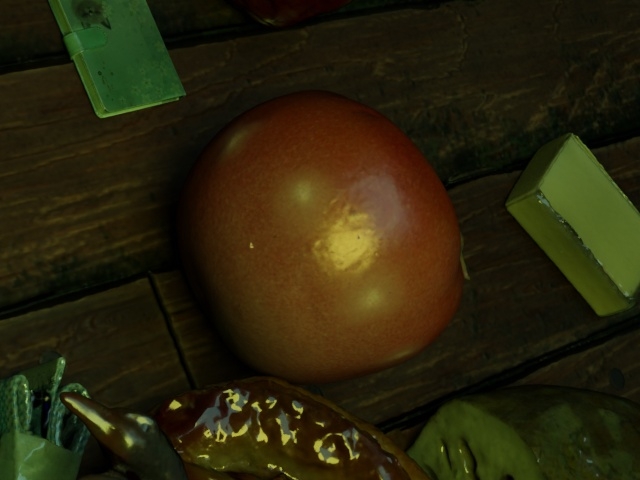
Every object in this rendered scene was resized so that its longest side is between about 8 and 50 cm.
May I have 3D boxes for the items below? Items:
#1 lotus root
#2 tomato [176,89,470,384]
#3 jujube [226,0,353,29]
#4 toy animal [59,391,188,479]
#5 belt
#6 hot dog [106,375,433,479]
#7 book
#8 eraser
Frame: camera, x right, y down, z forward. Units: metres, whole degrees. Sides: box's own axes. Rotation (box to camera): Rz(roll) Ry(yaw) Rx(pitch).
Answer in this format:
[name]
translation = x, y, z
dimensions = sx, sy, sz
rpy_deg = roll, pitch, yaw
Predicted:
[lotus root]
translation = 0.262, 0.241, 1.551
dimensions = 0.260, 0.149, 0.267
rpy_deg = -1, 45, -39
[tomato]
translation = 0.000, 0.000, 1.425
dimensions = 0.224, 0.256, 0.256
rpy_deg = -27, 90, -14
[jujube]
translation = -0.050, -0.322, 1.591
dimensions = 0.183, 0.183, 0.243
rpy_deg = -32, 103, -45
[toy animal]
translation = -0.178, 0.250, 1.146
dimensions = 0.185, 0.122, 0.298
rpy_deg = 23, 61, -40
[belt]
translation = -0.233, 0.226, 1.239
dimensions = 0.087, 0.072, 0.302
rpy_deg = 28, 54, -33
[hot dog]
translation = -0.011, 0.284, 1.338
dimensions = 0.267, 0.174, 0.387
rpy_deg = -36, 96, -36
[book]
translation = -0.184, -0.179, 1.506
dimensions = 0.103, 0.017, 0.135
rpy_deg = -18, 84, -45
[eraser]
translation = 0.282, -0.016, 1.817
dimensions = 0.172, 0.058, 0.117
rpy_deg = 48, 47, -15
